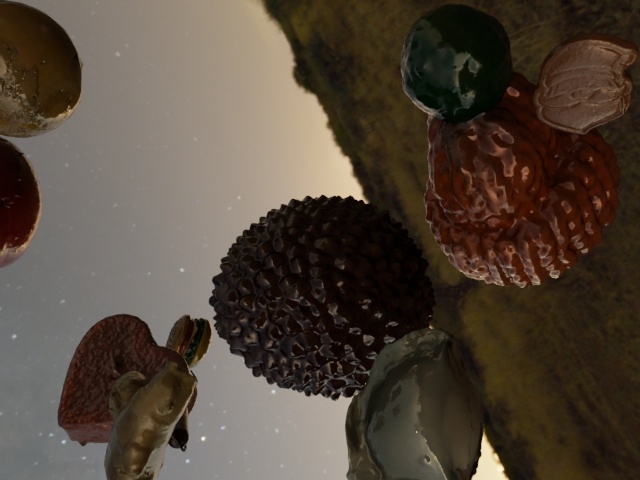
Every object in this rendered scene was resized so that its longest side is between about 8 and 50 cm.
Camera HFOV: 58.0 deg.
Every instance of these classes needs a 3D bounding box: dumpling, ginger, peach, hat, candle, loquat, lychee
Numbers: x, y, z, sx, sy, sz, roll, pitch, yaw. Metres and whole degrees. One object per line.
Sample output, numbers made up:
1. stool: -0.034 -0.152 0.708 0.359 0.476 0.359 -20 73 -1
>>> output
1. dumpling: 0.084 0.173 0.538 0.108 0.127 0.188 33 -126 -43
2. ginger: -0.308 0.373 0.937 0.348 0.122 0.363 133 147 -59
3. peach: -0.889 -0.094 1.483 0.370 0.370 0.370 62 -172 -15
4. hat: 0.247 -0.114 0.767 0.400 0.285 0.285 39 -155 -55
5. candle: -0.455 0.317 1.290 0.317 0.287 0.131 35 151 32
6. loquat: -0.532 -0.293 1.001 0.235 0.235 0.235 62 -172 -15
7. lychee: 0.008 0.077 0.826 0.330 0.306 0.306 2 -118 -64

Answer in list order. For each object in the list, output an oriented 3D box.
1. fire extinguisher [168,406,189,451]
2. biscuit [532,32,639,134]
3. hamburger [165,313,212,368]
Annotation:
1. fire extinguisher: -0.248 0.327 1.003 0.056 0.039 0.132 66 171 -15
2. biscuit: 0.285 -0.165 0.626 0.130 0.102 0.019 73 -153 -53
3. hamburger: -0.386 0.294 1.691 0.115 0.162 0.162 25 -158 -17
